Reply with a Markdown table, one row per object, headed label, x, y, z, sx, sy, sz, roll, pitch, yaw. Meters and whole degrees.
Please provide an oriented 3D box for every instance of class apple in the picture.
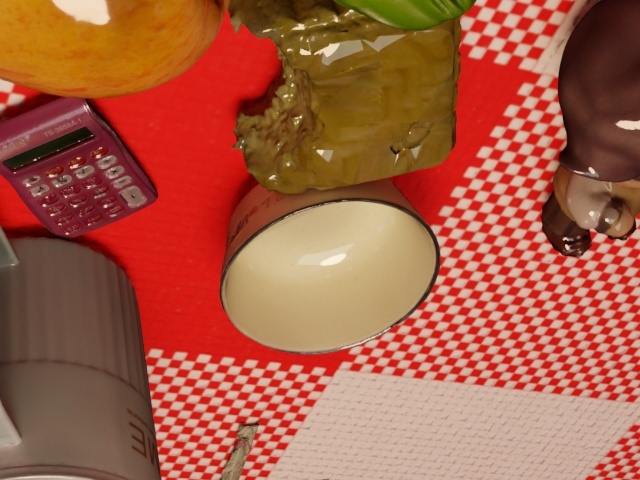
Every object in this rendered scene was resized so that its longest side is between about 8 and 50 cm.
| label | x | y | z | sx | sy | sz | roll | pitch | yaw |
| --- | --- | --- | --- | --- | --- | --- | --- | --- | --- |
| apple | -0.201 | -0.256 | 1.119 | 0.275 | 0.299 | 0.299 | 7 | 140 | 13 |

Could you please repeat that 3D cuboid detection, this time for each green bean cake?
| label | x | y | z | sx | sy | sz | roll | pitch | yaw |
| --- | --- | --- | --- | --- | --- | --- | --- | --- | --- |
| green bean cake | 0.023 | -0.162 | 1.405 | 0.232 | 0.124 | 0.236 | -11 | 139 | -6 |

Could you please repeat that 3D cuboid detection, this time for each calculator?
| label | x | y | z | sx | sy | sz | roll | pitch | yaw |
| --- | --- | --- | --- | --- | --- | --- | --- | --- | --- |
| calculator | -0.255 | -0.074 | 1.483 | 0.126 | 0.034 | 0.190 | -23 | 144 | 6 |

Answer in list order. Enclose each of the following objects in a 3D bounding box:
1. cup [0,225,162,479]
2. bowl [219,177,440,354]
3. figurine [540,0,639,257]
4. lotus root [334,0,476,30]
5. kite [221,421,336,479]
| label | x | y | z | sx | sy | sz | roll | pitch | yaw |
| --- | --- | --- | --- | --- | --- | --- | --- | --- | --- |
| cup | -0.322 | 0.169 | 1.502 | 0.256 | 0.311 | 0.331 | -33 | 136 | 24 |
| bowl | 0.000 | 0.000 | 1.571 | 0.237 | 0.126 | 0.238 | -9 | 138 | -8 |
| figurine | 0.331 | -0.093 | 1.514 | 0.218 | 0.206 | 0.365 | -8 | 138 | -11 |
| lotus root | 0.084 | -0.247 | 1.244 | 0.186 | 0.186 | 0.186 | -9 | 138 | -8 |
| kite | -0.141 | 0.365 | 2.005 | 0.406 | 0.014 | 0.368 | 2 | 136 | -19 |
